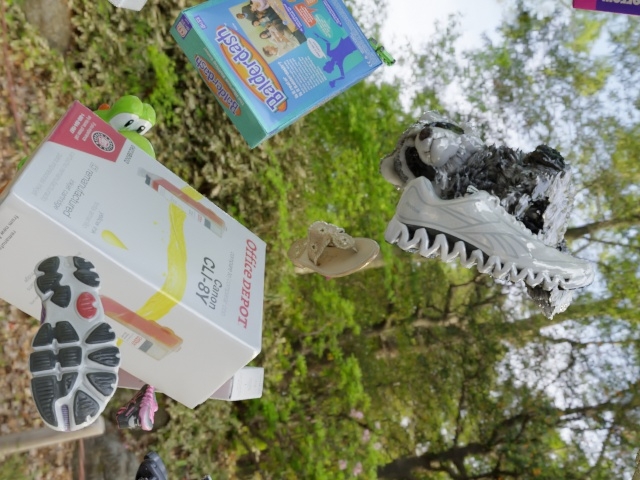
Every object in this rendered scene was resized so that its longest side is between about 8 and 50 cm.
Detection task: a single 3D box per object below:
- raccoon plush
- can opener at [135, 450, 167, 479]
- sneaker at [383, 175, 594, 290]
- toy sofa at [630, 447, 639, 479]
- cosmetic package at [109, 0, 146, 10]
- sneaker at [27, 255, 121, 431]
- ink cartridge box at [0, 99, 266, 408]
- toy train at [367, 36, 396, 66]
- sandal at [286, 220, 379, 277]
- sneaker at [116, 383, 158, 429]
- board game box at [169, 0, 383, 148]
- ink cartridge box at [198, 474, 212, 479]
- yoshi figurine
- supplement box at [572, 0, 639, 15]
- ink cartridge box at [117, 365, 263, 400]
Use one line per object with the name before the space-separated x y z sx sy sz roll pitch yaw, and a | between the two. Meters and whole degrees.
raccoon plush | 0.278 -0.034 1.192 0.299 0.216 0.446 34 -26 43
can opener | -0.310 0.515 1.296 0.059 0.073 0.186 -24 -88 38
sneaker | 0.240 -0.008 0.906 0.110 0.292 0.118 13 95 -78
toy sofa | 0.519 0.298 0.798 0.177 0.150 0.362 -64 165 -9
cosmetic package | -0.338 -0.490 1.069 0.151 0.151 0.184 -52 -165 10
sneaker | -0.207 0.089 0.549 0.170 0.068 0.071 -111 -152 -43
ink cartridge box | -0.270 0.019 0.947 0.384 0.160 0.279 39 25 -25
toy train | 0.125 -0.388 1.334 0.023 0.083 0.017 -8 -124 53
sandal | -0.004 0.005 1.134 0.079 0.088 0.240 49 -24 -24
sneaker | -0.278 0.251 0.975 0.119 0.057 0.047 -134 -148 -80
board game box | -0.044 -0.225 0.760 0.160 0.210 0.047 56 -34 -6
ink cartridge box | -0.274 0.575 1.174 0.371 0.069 0.176 -42 -105 36
yoshi figurine | -0.449 -0.118 1.237 0.203 0.362 0.203 50 17 -7
supplement box | 0.314 -0.334 0.596 0.111 0.114 0.220 21 -37 34
ink cartridge box | -0.293 0.252 1.217 0.261 0.296 0.066 31 62 -67
